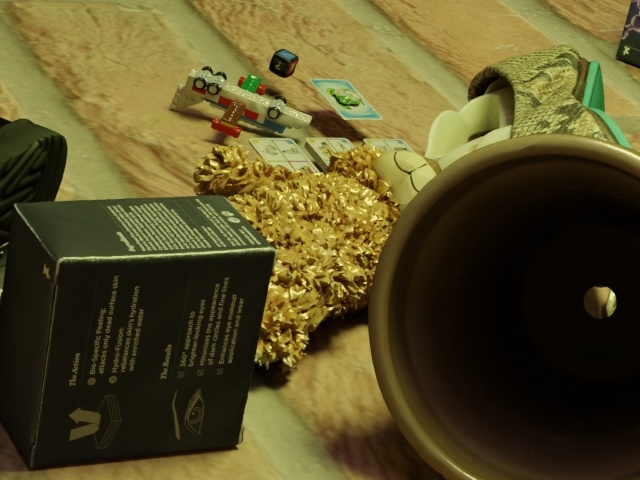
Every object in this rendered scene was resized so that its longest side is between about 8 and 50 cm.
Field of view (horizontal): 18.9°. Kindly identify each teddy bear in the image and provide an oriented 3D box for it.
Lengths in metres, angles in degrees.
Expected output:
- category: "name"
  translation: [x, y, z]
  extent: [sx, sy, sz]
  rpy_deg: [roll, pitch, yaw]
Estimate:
- category: "teddy bear"
  translation: [0.000, 0.000, 1.530]
  extent: [0.338, 0.113, 0.245]
  rpy_deg: [-7, 33, -36]

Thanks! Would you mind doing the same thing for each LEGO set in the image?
- category: "LEGO set"
  translation: [-0.023, -0.106, 1.841]
  extent: [0.182, 0.060, 0.244]
  rpy_deg: [-2, 37, -35]

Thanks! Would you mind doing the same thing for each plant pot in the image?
- category: "plant pot"
  translation: [0.184, 0.053, 1.386]
  extent: [0.263, 0.263, 0.229]
  rpy_deg: [18, 8, 13]

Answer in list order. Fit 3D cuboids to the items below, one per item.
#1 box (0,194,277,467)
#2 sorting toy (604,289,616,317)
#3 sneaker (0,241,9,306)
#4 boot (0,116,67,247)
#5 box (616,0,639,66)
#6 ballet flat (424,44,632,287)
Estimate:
- category: "box"
  translation: [-0.129, 0.058, 1.292]
  extent: [0.158, 0.156, 0.093]
  rpy_deg: [-3, 28, -29]
- category: "sorting toy"
  translation: [0.282, 0.062, 1.613]
  extent: [0.075, 0.045, 0.083]
  rpy_deg: [23, 19, -2]
- category: "sneaker"
  translation: [-0.225, 0.048, 1.370]
  extent: [0.234, 0.078, 0.106]
  rpy_deg: [-6, 28, -42]
- category: "boot"
  translation: [-0.377, -0.061, 1.451]
  extent: [0.260, 0.131, 0.348]
  rpy_deg: [26, 17, 12]
- category: "box"
  translation: [0.496, -0.257, 2.211]
  extent: [0.261, 0.184, 0.103]
  rpy_deg: [25, 30, 26]
- category: "ballet flat"
  translation: [0.185, -0.067, 1.736]
  extent: [0.182, 0.164, 0.483]
  rpy_deg: [-5, 18, 5]
